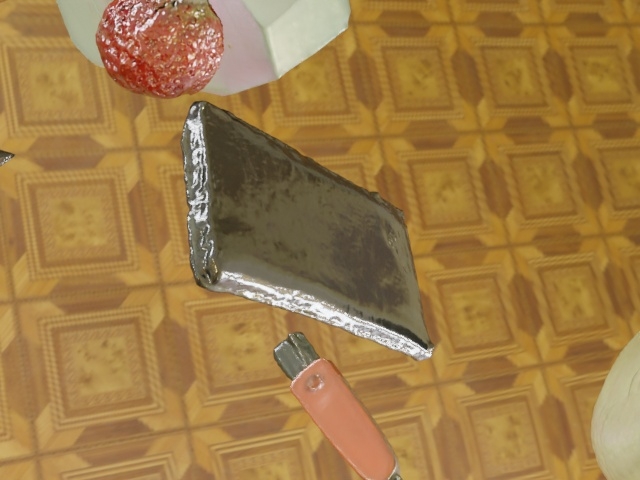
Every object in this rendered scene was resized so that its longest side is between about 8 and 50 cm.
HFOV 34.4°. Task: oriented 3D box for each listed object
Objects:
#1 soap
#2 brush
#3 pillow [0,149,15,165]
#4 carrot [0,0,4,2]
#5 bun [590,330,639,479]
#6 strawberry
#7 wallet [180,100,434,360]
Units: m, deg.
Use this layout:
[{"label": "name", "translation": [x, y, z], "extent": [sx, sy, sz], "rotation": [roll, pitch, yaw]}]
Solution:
[{"label": "soap", "translation": [-0.136, -0.263, 1.038], "extent": [0.115, 0.346, 0.208], "rotation": [-38, 129, -32]}, {"label": "brush", "translation": [0.043, 0.257, 1.391], "extent": [0.070, 0.051, 0.323], "rotation": [-39, 66, 5]}, {"label": "pillow", "translation": [-0.545, -0.104, 1.563], "extent": [0.150, 0.090, 0.048], "rotation": [-48, 134, -37]}, {"label": "carrot", "translation": [-0.536, -0.339, 1.481], "extent": [0.225, 0.067, 0.067], "rotation": [-22, 82, 2]}, {"label": "bun", "translation": [0.452, 0.141, 1.086], "extent": [0.360, 0.361, 0.213], "rotation": [-2, 54, -26]}, {"label": "strawberry", "translation": [-0.124, -0.161, 0.810], "extent": [0.106, 0.106, 0.106], "rotation": [8, 70, -23]}, {"label": "wallet", "translation": [-0.001, 0.000, 0.792], "extent": [0.285, 0.030, 0.146], "rotation": [25, 50, -50]}]
